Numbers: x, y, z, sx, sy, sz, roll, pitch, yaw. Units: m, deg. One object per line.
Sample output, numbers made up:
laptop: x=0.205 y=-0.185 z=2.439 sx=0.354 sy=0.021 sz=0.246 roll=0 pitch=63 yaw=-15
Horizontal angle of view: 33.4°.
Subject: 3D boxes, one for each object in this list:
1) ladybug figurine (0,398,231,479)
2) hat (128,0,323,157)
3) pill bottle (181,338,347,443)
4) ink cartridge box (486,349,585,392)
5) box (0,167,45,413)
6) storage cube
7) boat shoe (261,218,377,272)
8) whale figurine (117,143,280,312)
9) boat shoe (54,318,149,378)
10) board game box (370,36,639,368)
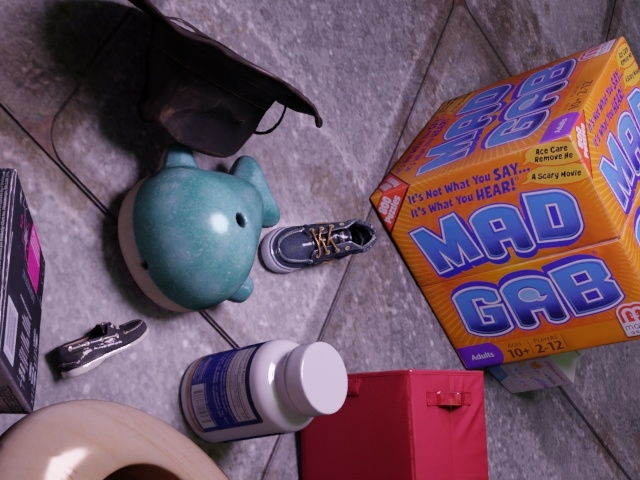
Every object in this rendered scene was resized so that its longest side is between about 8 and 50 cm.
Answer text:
ladybug figurine: x=-0.193 y=0.355 z=1.061 sx=0.449 sy=0.162 sz=0.305 roll=55 pitch=41 yaw=-22
hat: x=-0.152 y=-0.184 z=1.300 sx=0.331 sy=0.331 sz=0.134 roll=31 pitch=95 yaw=-41
pill bottle: x=-0.065 y=0.177 z=1.267 sx=0.112 sy=0.186 sz=0.112 roll=22 pitch=61 yaw=-46
ink cartridge box: x=0.376 y=0.196 z=1.849 sx=0.092 sy=0.143 sz=0.090 roll=43 pitch=47 yaw=-33
box: x=-0.326 y=0.054 z=0.921 sx=0.142 sy=0.247 sz=0.163 roll=2 pitch=71 yaw=-7
storage cube: x=0.100 y=0.274 z=1.425 sx=0.183 sy=0.215 sz=0.193 roll=10 pitch=76 yaw=-50
boat shoe: x=0.000 y=0.000 z=1.499 sx=0.183 sy=0.083 sz=0.065 roll=-11 pitch=86 yaw=-52
whale figurine: x=-0.121 y=-0.026 z=1.309 sx=0.272 sy=0.141 sz=0.216 roll=-36 pitch=105 yaw=-53
boat shoe: x=-0.243 y=0.111 z=1.187 sx=0.125 sy=0.046 sz=0.038 roll=-29 pitch=105 yaw=-44
board game box: x=0.370 y=-0.056 z=1.760 sx=0.356 sy=0.356 sz=0.356 roll=59 pitch=39 yaw=-18
